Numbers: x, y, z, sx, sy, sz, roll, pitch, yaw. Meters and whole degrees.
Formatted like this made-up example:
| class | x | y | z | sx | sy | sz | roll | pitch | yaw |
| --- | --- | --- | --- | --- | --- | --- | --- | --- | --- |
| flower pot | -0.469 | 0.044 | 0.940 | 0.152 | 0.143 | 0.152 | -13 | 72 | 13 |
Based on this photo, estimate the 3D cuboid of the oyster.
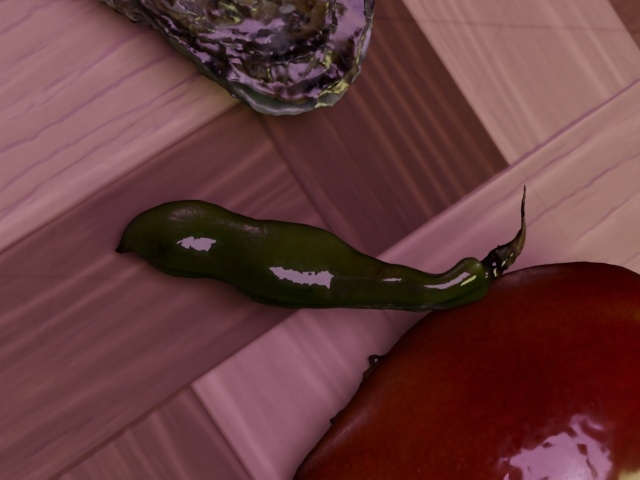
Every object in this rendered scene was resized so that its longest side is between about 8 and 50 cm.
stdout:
| class | x | y | z | sx | sy | sz | roll | pitch | yaw |
| --- | --- | --- | --- | --- | --- | --- | --- | --- | --- |
| oyster | -0.105 | -0.239 | 1.373 | 0.351 | 0.158 | 0.162 | 36 | 64 | 2 |

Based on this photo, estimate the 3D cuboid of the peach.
| class | x | y | z | sx | sy | sz | roll | pitch | yaw |
| --- | --- | --- | --- | --- | --- | --- | --- | --- | --- |
| peach | 0.161 | 0.151 | 1.358 | 0.362 | 0.201 | 0.257 | -13 | 86 | -19 |

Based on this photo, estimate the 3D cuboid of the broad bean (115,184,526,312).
| class | x | y | z | sx | sy | sz | roll | pitch | yaw |
| --- | --- | --- | --- | --- | --- | --- | --- | --- | --- |
| broad bean | 0.000 | 0.010 | 1.369 | 0.318 | 0.056 | 0.098 | -1 | 60 | 1 |
